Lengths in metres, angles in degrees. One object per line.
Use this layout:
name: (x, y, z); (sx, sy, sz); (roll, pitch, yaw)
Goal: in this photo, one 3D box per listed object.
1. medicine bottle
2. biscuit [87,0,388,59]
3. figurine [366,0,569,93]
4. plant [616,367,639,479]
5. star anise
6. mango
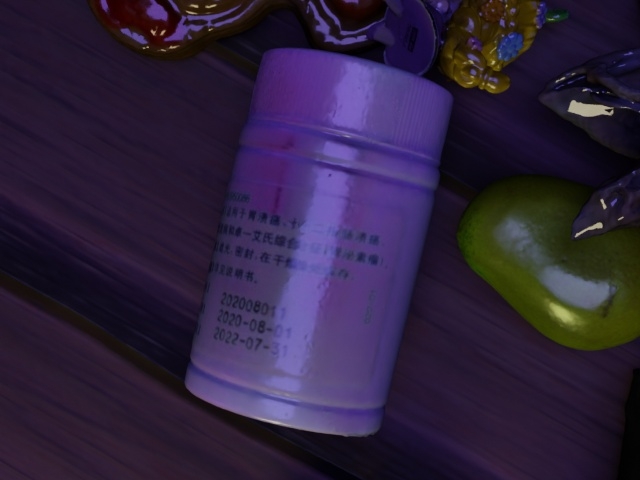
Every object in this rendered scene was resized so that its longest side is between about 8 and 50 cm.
medicine bottle: (0.000, 0.000, 0.733); (0.152, 0.152, 0.254); (14, 90, 3)
biscuit: (-0.044, -0.310, 0.782); (0.359, 0.074, 0.381); (32, 88, 5)
figurine: (0.129, -0.157, 0.739); (0.156, 0.095, 0.115); (-21, 58, -38)
plant: (0.302, 0.166, 0.725); (0.164, 0.142, 0.256); (22, 95, 4)
star anise: (0.321, -0.073, 0.701); (0.332, 0.117, 0.331); (-1, 67, 3)
mango: (0.189, 0.010, 0.754); (0.163, 0.089, 0.117); (43, 87, 2)
